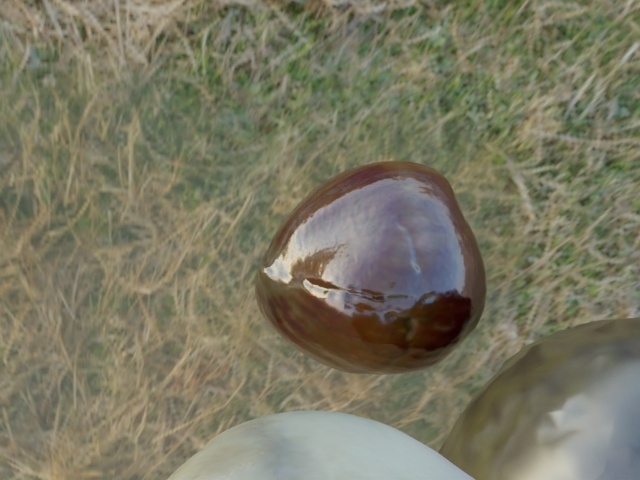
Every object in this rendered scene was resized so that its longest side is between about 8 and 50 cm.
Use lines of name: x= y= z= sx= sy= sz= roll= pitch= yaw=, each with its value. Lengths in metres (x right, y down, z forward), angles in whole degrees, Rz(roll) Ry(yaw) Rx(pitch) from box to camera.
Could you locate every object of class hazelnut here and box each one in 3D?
hazelnut: x=0.040 y=0.036 z=1.203 sx=0.229 sy=0.229 sz=0.229 roll=3 pitch=75 yaw=-10

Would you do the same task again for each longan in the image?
longan: x=0.286 y=0.259 z=1.096 sx=0.391 sy=0.391 sz=0.391 roll=3 pitch=75 yaw=-10

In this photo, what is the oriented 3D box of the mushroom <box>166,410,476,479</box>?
mushroom: x=0.045 y=0.264 z=0.709 sx=0.315 sy=0.315 sz=0.356 roll=-16 pitch=87 yaw=-14
